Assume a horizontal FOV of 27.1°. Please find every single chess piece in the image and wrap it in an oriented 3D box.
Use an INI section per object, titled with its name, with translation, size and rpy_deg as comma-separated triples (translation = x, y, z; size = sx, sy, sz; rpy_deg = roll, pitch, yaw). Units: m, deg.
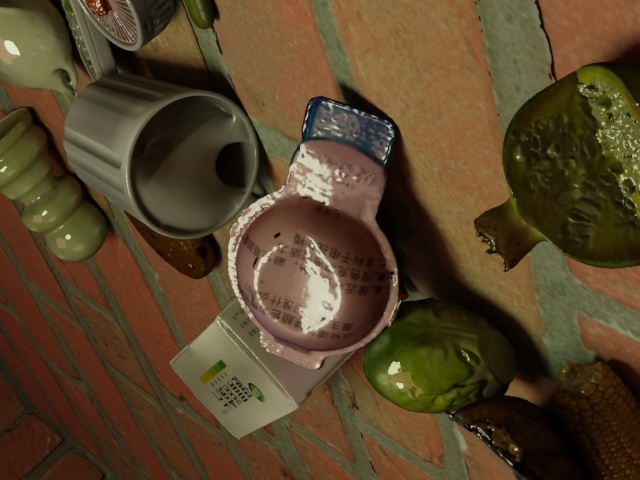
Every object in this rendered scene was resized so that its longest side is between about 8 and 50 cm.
[chess piece]
translation = -0.441, -0.073, 2.120
size = 0.251, 0.144, 0.144
rpy_deg = 51, 159, -23

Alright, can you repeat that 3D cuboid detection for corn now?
[corn]
translation = 0.293, 0.214, 1.250
size = 0.080, 0.080, 0.238
rpy_deg = 4, 127, 61

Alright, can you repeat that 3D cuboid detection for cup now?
[cup]
translation = -0.183, -0.086, 1.548
size = 0.202, 0.167, 0.221
rpy_deg = 25, 144, 52

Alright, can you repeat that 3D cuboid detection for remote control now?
[remote control]
translation = -0.283, -0.273, 1.570
size = 0.103, 0.034, 0.250
rpy_deg = 59, 167, 35

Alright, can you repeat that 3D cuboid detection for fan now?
[fan]
translation = -0.227, -0.308, 1.386
size = 0.130, 0.074, 0.244
rpy_deg = 34, 153, 35

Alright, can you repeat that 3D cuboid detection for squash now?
[squash]
translation = -0.127, -0.250, 1.354
size = 0.027, 0.027, 0.083
rpy_deg = 32, 153, 36

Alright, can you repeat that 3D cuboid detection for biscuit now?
[biscuit]
translation = -0.222, -0.030, 1.883
size = 0.212, 0.036, 0.212
rpy_deg = 42, 158, 21

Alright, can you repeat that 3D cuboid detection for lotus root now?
[lotus root]
translation = 0.210, 0.201, 1.289
size = 0.167, 0.078, 0.329
rpy_deg = 40, 178, 21

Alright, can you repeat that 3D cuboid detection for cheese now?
[cheese]
translation = 0.000, 0.000, 1.311
size = 0.188, 0.074, 0.286
rpy_deg = 18, 115, 11

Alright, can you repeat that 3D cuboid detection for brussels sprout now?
[brussels sprout]
translation = 0.117, 0.117, 1.354
size = 0.155, 0.155, 0.118
rpy_deg = 161, 104, -67

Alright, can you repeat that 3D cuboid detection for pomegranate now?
[pomegranate]
translation = 0.194, -0.045, 0.940
size = 0.169, 0.122, 0.143
rpy_deg = -44, 81, 29

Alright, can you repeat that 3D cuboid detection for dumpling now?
[dumpling]
translation = -0.381, -0.268, 1.723
size = 0.155, 0.111, 0.181
rpy_deg = -109, 5, -51

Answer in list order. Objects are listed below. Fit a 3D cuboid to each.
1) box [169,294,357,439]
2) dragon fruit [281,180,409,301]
[box]
translation = -0.057, 0.122, 1.632
size = 0.145, 0.173, 0.333
rpy_deg = 49, 158, 1
[dragon fruit]
translation = 0.014, 0.010, 1.423
size = 0.122, 0.092, 0.192
rpy_deg = 19, 143, 52
